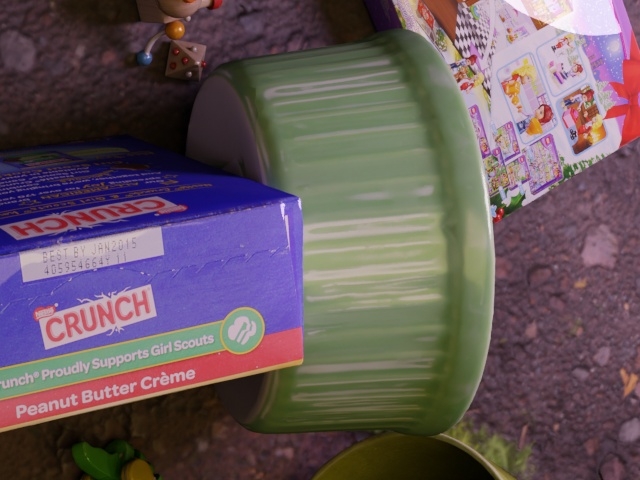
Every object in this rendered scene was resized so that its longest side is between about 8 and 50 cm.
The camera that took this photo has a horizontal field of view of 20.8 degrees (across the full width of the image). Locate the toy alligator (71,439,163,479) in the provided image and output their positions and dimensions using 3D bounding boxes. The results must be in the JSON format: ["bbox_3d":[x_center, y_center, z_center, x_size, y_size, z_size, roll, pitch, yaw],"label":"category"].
[{"bbox_3d":[-0.133,0.217,1.388,0.190,0.056,0.051,54,35,-24],"label":"toy alligator"}]

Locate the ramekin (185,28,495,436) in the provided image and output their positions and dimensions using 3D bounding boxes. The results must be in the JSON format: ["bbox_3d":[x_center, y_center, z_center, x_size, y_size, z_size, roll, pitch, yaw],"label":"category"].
[{"bbox_3d":[0.000,0.000,1.277,0.148,0.303,0.303,-5,102,-18],"label":"ramekin"}]

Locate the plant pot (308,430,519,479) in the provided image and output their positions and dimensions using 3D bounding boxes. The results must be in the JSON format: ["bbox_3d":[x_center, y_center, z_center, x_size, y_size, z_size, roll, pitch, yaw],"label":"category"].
[{"bbox_3d":[0.143,0.324,1.447,0.293,0.275,0.275,26,88,-44],"label":"plant pot"}]

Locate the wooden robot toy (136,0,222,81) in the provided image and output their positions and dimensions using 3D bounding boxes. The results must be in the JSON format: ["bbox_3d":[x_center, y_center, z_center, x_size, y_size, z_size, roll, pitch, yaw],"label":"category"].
[{"bbox_3d":[-0.105,-0.197,1.304,0.076,0.079,0.173,-20,108,-22],"label":"wooden robot toy"}]

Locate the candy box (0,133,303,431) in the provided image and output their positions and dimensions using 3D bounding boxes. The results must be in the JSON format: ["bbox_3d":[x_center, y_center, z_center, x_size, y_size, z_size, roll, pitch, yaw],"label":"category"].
[{"bbox_3d":[-0.193,0.019,1.167,0.268,0.317,0.122,-10,104,-24],"label":"candy box"}]

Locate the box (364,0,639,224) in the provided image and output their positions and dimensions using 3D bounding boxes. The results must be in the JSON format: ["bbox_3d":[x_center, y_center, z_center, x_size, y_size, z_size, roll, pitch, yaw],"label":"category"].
[{"bbox_3d":[0.151,-0.182,1.444,0.201,0.057,0.293,-30,111,-18],"label":"box"}]
